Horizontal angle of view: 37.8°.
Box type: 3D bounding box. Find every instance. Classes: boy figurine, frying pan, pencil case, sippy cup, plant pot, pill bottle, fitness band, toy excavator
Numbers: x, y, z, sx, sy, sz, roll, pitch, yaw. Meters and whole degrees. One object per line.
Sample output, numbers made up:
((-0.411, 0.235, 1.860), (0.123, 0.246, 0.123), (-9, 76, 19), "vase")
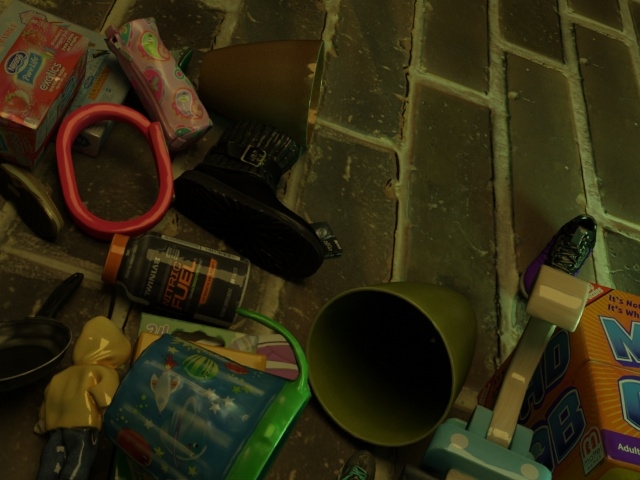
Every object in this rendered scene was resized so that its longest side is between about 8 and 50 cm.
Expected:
((-0.358, 0.251, 1.391), (0.092, 0.177, 0.285), (42, 42, -39), "boy figurine")
((-0.488, 0.151, 1.494), (0.197, 0.053, 0.326), (-8, 23, -5), "frying pan")
((-0.335, -0.323, 1.928), (0.124, 0.124, 0.284), (-29, 89, -42), "pencil case")
((-0.165, 0.250, 1.279), (0.224, 0.240, 0.305), (31, 53, 7), "sippy cup")
((0.162, 0.183, 1.661), (0.274, 0.275, 0.293), (41, 27, 16), "plant pot")
((-0.257, 0.062, 1.644), (0.245, 0.130, 0.131), (16, 43, -10), "pill bottle")
((-0.390, -0.135, 1.771), (0.208, 0.054, 0.291), (-11, 67, -14), "fitness band")
((0.261, 0.306, 1.431), (0.222, 0.433, 0.445), (22, 41, 8), "toy excavator")
((-0.132, -0.338, 2.056), (0.254, 0.237, 0.237), (9, 43, 4), "plant pot")

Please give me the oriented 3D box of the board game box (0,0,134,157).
((-0.557, -0.344, 1.943), (0.317, 0.066, 0.319), (22, 43, -5), "board game box")

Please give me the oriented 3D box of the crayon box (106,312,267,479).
((-0.201, 0.269, 1.420), (0.203, 0.083, 0.323), (13, 65, -14), "crayon box")

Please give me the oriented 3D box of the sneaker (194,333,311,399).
((-0.140, 0.246, 1.543), (0.282, 0.102, 0.161), (-6, 54, -30), "sneaker")

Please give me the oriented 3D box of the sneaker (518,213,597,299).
((0.532, 0.031, 2.042), (0.102, 0.146, 0.293), (34, 43, 8), "sneaker")

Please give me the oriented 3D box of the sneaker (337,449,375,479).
((0.054, 0.397, 1.504), (0.065, 0.076, 0.166), (31, 42, 4), "sneaker")

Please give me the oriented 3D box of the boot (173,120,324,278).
((-0.099, -0.096, 1.874), (0.347, 0.131, 0.260), (33, 43, 8), "boot")

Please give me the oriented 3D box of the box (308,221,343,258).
((0.000, 0.000, 1.910), (0.067, 0.018, 0.083), (-7, 51, -30), "box")

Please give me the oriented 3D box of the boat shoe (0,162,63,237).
((-0.519, -0.081, 1.710), (0.190, 0.068, 0.072), (46, 34, 20), "boat shoe")

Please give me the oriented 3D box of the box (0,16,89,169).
((-0.541, -0.279, 1.754), (0.122, 0.128, 0.257), (21, 54, -6), "box")

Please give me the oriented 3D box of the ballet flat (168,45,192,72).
((-0.343, -0.367, 2.069), (0.079, 0.077, 0.222), (15, 48, -6), "ballet flat")

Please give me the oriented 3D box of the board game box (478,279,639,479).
((0.514, 0.344, 1.570), (0.356, 0.357, 0.356), (16, 44, -12), "board game box")
